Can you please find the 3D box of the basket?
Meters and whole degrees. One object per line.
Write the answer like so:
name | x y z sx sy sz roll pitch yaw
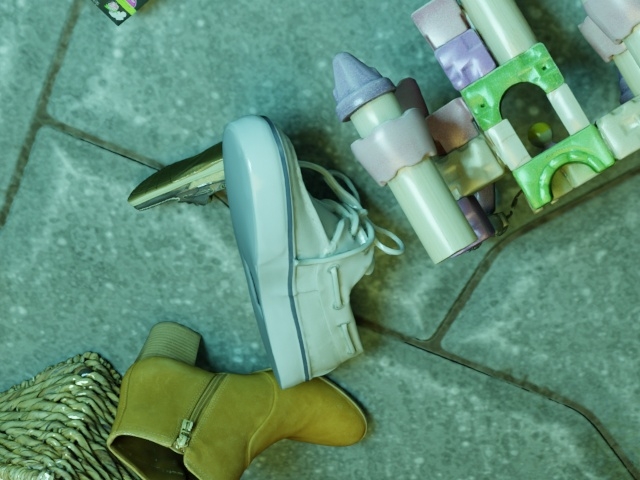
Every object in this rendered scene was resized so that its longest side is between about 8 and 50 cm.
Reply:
basket | -0.277 0.322 1.487 0.213 0.223 0.299 -26 120 21

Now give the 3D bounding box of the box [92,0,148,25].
box | -0.174 -0.251 1.169 0.083 0.052 0.062 -34 117 25

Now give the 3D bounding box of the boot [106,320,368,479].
boot | -0.087 0.220 1.402 0.295 0.211 0.104 26 125 -13

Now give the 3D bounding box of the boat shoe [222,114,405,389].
boat shoe | 0.003 0.007 1.281 0.156 0.136 0.367 -18 136 -8

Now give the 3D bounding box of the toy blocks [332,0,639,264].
toy blocks | 0.159 -0.157 1.138 0.288 0.309 0.260 -32 85 12

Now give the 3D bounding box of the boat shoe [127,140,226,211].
boat shoe | -0.124 -0.058 1.301 0.152 0.056 0.049 -21 116 19
